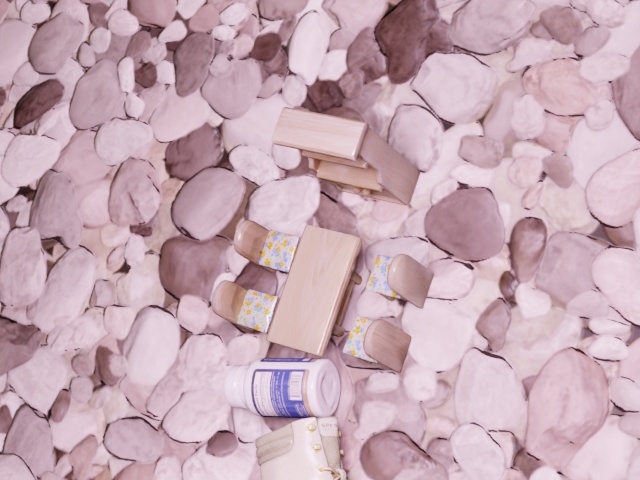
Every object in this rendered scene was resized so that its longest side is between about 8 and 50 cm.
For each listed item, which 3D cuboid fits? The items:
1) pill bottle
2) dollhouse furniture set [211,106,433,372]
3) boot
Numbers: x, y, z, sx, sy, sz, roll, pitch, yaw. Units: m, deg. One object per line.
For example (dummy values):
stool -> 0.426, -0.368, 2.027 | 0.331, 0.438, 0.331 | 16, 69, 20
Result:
pill bottle -> -0.044, 0.165, 1.470 | 0.120, 0.067, 0.067 | -2, 72, 28
dollhouse furniture set -> 0.000, 0.000, 1.449 | 0.212, 0.161, 0.242 | 13, 79, 31
boot -> 0.023, 0.266, 1.395 | 0.213, 0.077, 0.165 | -15, 64, 26
